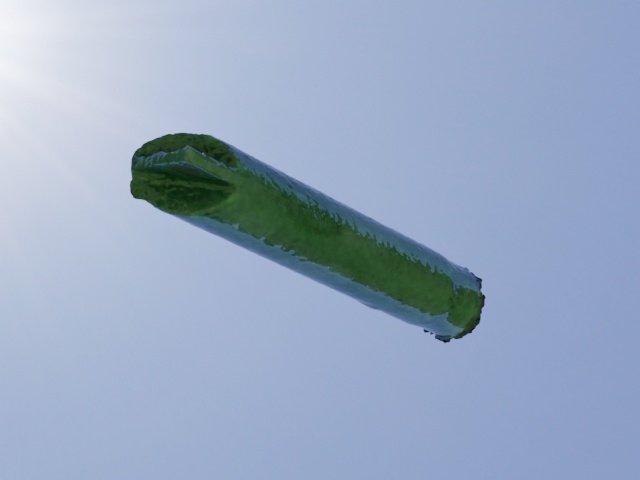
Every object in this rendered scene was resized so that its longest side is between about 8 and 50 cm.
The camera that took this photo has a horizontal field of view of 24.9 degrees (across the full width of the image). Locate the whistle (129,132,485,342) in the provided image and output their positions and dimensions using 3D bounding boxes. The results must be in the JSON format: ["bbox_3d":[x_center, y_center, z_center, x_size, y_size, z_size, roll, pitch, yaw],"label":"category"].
[{"bbox_3d":[0.000,0.000,0.615,0.186,0.039,0.039,25,-86,-42],"label":"whistle"}]
